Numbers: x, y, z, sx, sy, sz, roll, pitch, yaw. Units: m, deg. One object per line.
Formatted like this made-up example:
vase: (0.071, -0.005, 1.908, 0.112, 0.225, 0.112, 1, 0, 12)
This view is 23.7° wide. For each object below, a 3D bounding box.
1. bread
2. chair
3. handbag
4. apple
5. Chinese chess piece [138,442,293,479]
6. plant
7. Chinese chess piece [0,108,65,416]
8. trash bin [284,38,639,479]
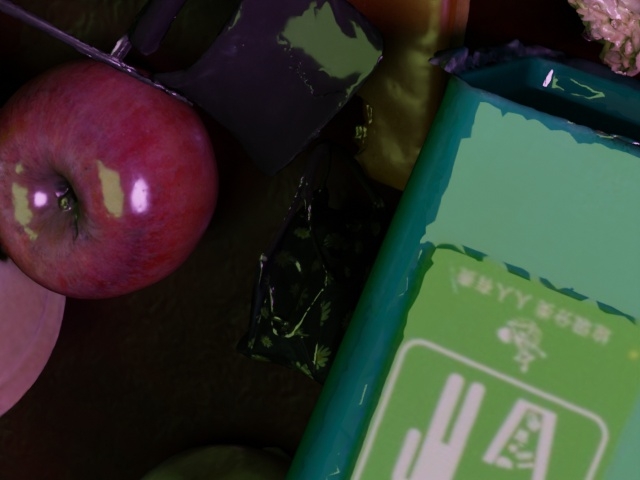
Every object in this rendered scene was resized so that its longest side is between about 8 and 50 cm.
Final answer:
bread: (0.044, -0.144, 0.876, 0.088, 0.049, 0.226, 17, 117, 21)
chair: (-0.068, -0.163, 0.871, 0.221, 0.145, 0.140, 35, 131, -10)
handbag: (0.000, 0.000, 0.901, 0.072, 0.115, 0.139, 16, 132, 24)
apple: (-0.136, -0.042, 0.968, 0.153, 0.120, 0.153, 9, 109, 28)
Chinese chess piece: (-0.059, 0.233, 1.062, 0.188, 0.083, 0.189, 12, 117, 25)
plant: (0.172, -0.148, 0.778, 0.122, 0.104, 0.117, -30, 77, 27)
Chinese chess piece: (-0.272, 0.013, 0.979, 0.101, 0.250, 0.250, -8, 106, 32)
trash bin: (0.123, 0.104, 0.819, 0.259, 0.295, 0.381, 24, 107, 16)
